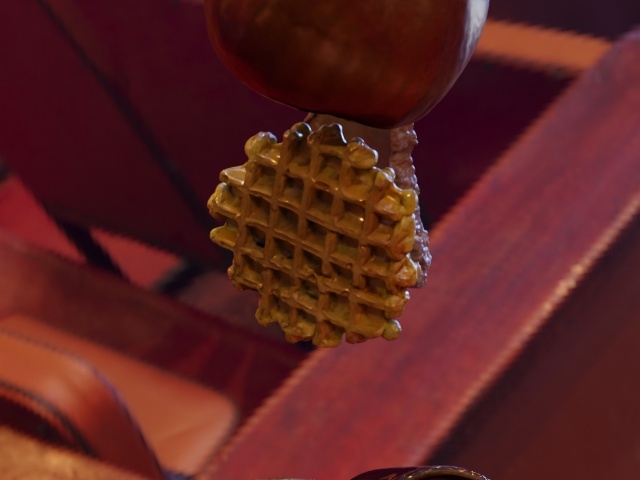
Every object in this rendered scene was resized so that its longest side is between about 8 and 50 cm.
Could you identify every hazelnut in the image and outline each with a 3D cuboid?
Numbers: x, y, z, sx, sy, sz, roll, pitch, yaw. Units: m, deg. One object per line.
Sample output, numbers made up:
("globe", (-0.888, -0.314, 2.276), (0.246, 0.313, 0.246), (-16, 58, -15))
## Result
("hazelnut", (0.026, -0.205, 1.419), (0.229, 0.229, 0.229), (-11, 36, 8))

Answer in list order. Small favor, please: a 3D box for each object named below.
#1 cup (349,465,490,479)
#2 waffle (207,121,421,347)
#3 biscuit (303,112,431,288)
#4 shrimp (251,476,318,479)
("cup", (0.117, 0.310, 1.853), (0.166, 0.239, 0.177), (-61, 13, -11))
("waffle", (-0.004, -0.002, 1.490), (0.191, 0.191, 0.038), (7, 25, 29))
("biscuit", (0.034, -0.053, 1.869), (0.141, 0.290, 0.038), (22, 55, 27))
("shrimp", (-0.066, 0.264, 1.392), (0.222, 0.290, 0.054), (-16, 51, -3))
